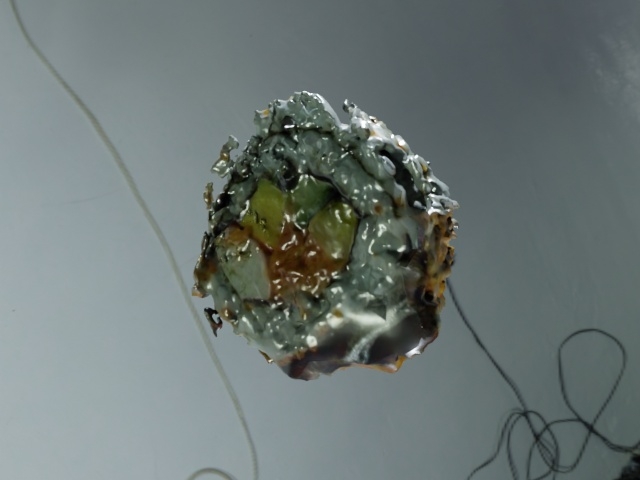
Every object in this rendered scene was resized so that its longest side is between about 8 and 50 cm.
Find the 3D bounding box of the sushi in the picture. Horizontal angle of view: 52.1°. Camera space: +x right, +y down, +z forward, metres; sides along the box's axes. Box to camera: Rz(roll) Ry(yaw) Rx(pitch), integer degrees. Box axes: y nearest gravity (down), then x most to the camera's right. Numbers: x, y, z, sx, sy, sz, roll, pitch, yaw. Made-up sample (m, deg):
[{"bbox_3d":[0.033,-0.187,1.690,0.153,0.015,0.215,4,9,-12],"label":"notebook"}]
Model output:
[{"bbox_3d":[-0.001,-0.004,0.933,0.176,0.417,0.418,-14,90,-61],"label":"sushi"}]
